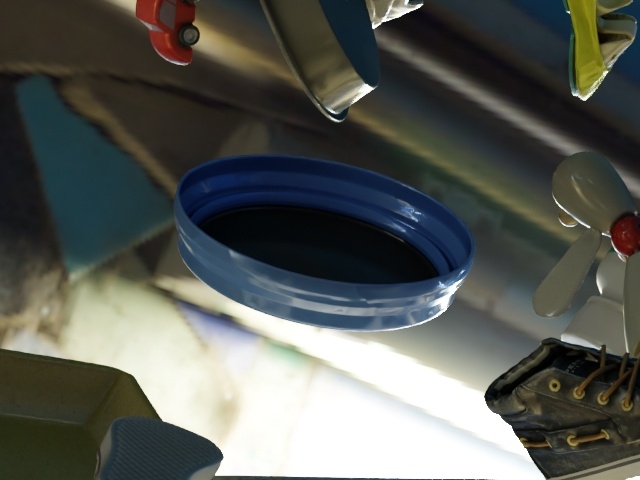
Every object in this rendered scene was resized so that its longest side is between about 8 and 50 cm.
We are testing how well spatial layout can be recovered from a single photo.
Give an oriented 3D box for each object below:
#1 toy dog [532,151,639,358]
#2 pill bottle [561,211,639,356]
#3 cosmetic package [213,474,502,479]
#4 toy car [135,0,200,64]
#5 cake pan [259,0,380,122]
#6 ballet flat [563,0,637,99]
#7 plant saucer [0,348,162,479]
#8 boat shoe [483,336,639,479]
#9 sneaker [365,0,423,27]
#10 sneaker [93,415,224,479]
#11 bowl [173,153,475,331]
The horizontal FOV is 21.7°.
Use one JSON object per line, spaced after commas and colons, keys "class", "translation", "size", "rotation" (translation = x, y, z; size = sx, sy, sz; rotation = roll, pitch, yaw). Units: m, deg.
{"class": "toy dog", "translation": [0.342, 0.076, 1.776], "size": [0.220, 0.333, 0.161], "rotation": [9, -42, -18]}
{"class": "pill bottle", "translation": [0.467, 0.028, 2.022], "size": [0.204, 0.361, 0.204], "rotation": [38, -11, 8]}
{"class": "cosmetic package", "translation": [0.079, 0.438, 1.765], "size": [0.394, 0.329, 0.327], "rotation": [3, 2, -21]}
{"class": "toy car", "translation": [-0.151, -0.316, 1.584], "size": [0.053, 0.225, 0.239], "rotation": [-4, -40, -30]}
{"class": "cake pan", "translation": [-0.009, -0.269, 1.751], "size": [0.054, 0.293, 0.293], "rotation": [-19, -31, 14]}
{"class": "ballet flat", "translation": [0.291, -0.238, 1.744], "size": [0.077, 0.077, 0.231], "rotation": [2, -45, 19]}
{"class": "plant saucer", "translation": [-0.292, 0.217, 1.633], "size": [0.333, 0.081, 0.333], "rotation": [13, 19, -32]}
{"class": "boat shoe", "translation": [0.170, 0.088, 0.944], "size": [0.083, 0.065, 0.183], "rotation": [45, -41, -9]}
{"class": "sneaker", "translation": [0.077, -0.355, 2.073], "size": [0.115, 0.090, 0.232], "rotation": [-14, -25, 6]}
{"class": "sneaker", "translation": [-0.167, 0.251, 1.429], "size": [0.102, 0.161, 0.282], "rotation": [21, 11, 4]}
{"class": "bowl", "translation": [0.000, 0.000, 2.147], "size": [0.391, 0.077, 0.391], "rotation": [10, 24, -5]}
